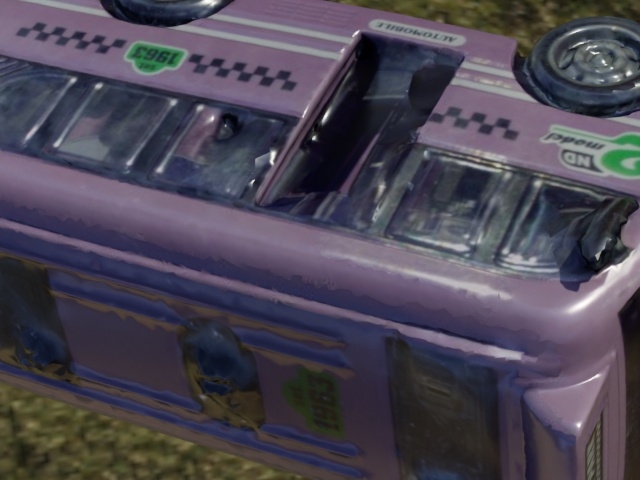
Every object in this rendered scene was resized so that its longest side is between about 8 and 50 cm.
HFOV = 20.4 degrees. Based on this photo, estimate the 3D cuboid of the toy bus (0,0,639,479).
[{"bbox_3d":[0.000,0.000,0.433,0.198,0.108,0.096,14,137,22],"label":"toy bus"}]
